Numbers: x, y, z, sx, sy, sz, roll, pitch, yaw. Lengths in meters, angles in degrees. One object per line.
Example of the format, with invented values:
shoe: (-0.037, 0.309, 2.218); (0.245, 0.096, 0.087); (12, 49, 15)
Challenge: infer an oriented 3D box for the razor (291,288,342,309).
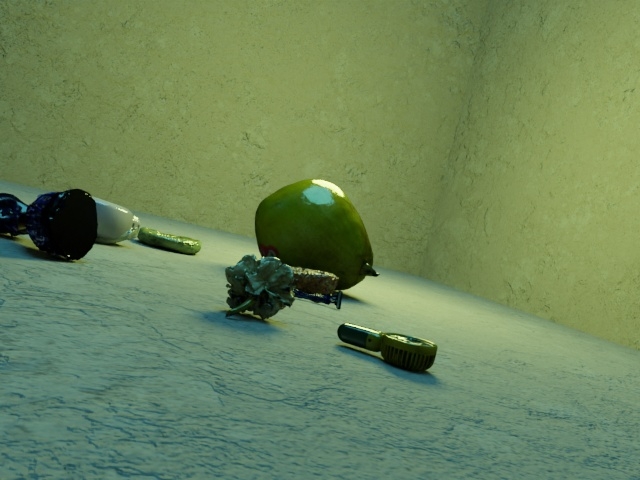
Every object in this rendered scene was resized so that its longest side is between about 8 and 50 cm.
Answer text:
razor: (-0.030, 0.119, 1.372); (0.154, 0.044, 0.028); (11, -28, -7)

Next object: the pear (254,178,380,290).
pear: (0.000, 0.000, 1.701); (0.375, 0.288, 0.287); (32, 8, 18)

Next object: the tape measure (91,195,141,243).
tape measure: (-0.549, -0.051, 1.527); (0.196, 0.105, 0.178); (17, -4, 32)

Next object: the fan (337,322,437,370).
fan: (0.096, 0.156, 0.944); (0.155, 0.039, 0.082); (13, 2, 26)

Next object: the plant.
plant: (-0.103, 0.082, 0.992); (0.116, 0.105, 0.122); (-7, 21, 17)

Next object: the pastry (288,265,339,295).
pastry: (-0.043, 0.097, 1.500); (0.169, 0.063, 0.087); (9, -8, 7)

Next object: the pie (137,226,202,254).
pie: (-0.420, 0.001, 1.762); (0.186, 0.041, 0.187); (13, 2, 0)

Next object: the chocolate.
chocolate: (-0.556, -0.043, 1.195); (0.343, 0.126, 0.148); (7, 35, 34)
